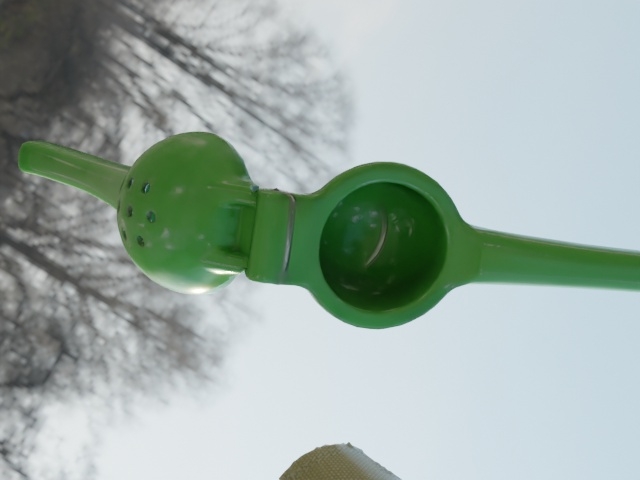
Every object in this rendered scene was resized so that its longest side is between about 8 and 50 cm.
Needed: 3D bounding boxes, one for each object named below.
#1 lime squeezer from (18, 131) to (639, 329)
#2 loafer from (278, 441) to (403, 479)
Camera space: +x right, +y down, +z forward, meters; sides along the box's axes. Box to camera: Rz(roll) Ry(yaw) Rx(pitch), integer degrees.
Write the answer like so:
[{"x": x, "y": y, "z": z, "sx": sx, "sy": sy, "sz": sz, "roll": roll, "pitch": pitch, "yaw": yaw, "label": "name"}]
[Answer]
[{"x": 0.000, "y": 0.000, "z": 0.454, "sx": 0.110, "sy": 0.310, "sz": 0.059, "roll": 30, "pitch": 71, "yaw": -69, "label": "lime squeezer"}, {"x": -0.005, "y": 0.161, "z": 0.577, "sx": 0.102, "sy": 0.092, "sz": 0.268, "roll": -16, "pitch": 159, "yaw": -28, "label": "loafer"}]
